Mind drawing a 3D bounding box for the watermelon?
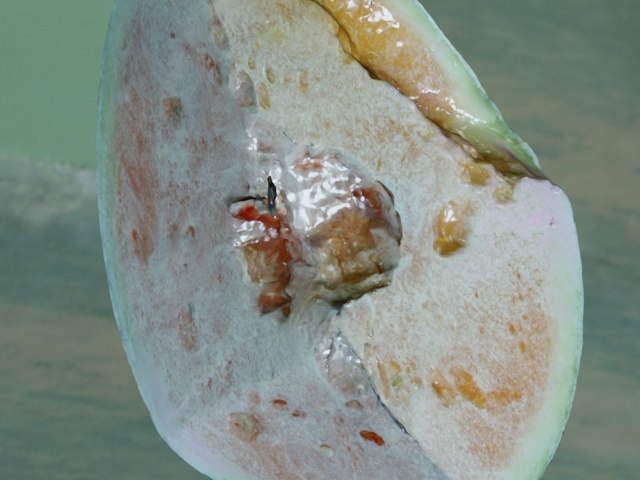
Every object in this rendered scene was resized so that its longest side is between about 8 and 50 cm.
[{"bbox_3d":[0.006,-0.001,0.856,0.175,0.188,0.322,-11,82,-36],"label":"watermelon"}]
